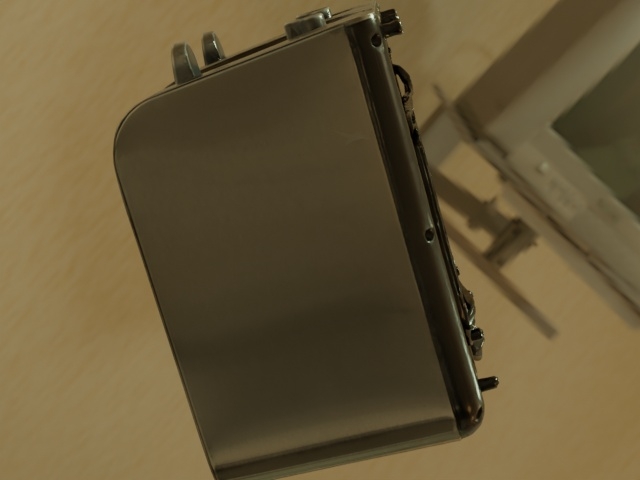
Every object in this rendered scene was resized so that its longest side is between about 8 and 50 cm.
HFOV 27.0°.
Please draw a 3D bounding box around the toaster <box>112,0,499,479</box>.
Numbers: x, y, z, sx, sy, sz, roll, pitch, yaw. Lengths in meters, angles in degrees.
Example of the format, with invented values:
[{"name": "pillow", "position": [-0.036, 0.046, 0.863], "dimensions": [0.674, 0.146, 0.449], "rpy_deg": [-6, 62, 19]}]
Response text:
[{"name": "toaster", "position": [0.000, 0.000, 0.540], "dimensions": [0.168, 0.110, 0.185], "rpy_deg": [-77, 151, -77]}]
